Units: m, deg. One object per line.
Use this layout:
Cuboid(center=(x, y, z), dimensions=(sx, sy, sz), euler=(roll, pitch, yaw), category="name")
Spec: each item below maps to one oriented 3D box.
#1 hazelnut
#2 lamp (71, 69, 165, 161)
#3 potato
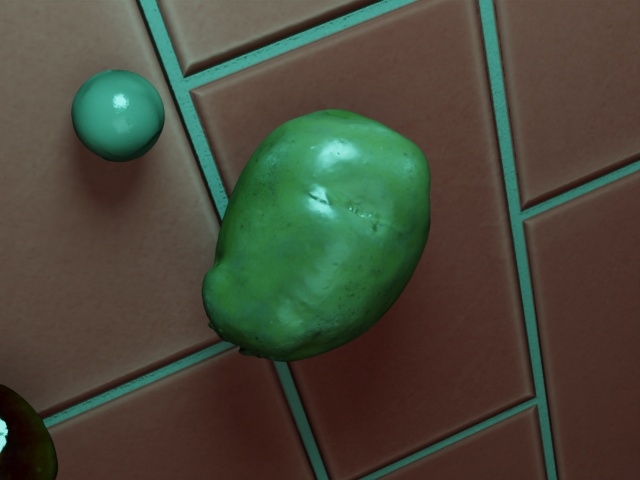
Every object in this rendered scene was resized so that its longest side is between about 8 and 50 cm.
Cuboid(center=(-0.457, 0.278, 1.254), dimensions=(0.251, 0.217, 0.217), euler=(-22, 129, 3), category="hazelnut")
Cuboid(center=(-0.225, -0.139, 1.124), dimensions=(0.105, 0.105, 0.105), euler=(-12, 126, -17), category="lamp")
Cuboid(center=(0.000, 0.000, 1.242), dimensions=(0.243, 0.221, 0.326), euler=(12, 106, -41), category="potato")
